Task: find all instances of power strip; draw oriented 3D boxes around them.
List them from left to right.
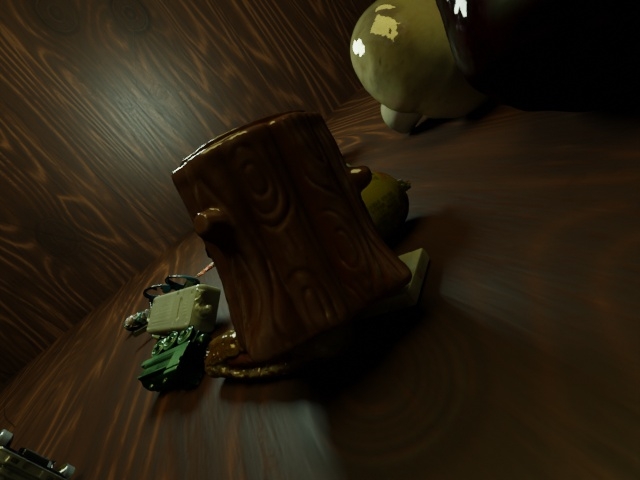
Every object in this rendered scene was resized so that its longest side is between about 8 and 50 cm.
[{"bbox_3d":[-0.318,0.165,0.939,0.338,0.058,0.098,-18,60,49],"label":"power strip"}]

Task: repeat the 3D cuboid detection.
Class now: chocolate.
[{"bbox_3d":[0.332,-0.339,0.502,0.383,0.331,0.383,-13,-13,-3],"label":"chocolate"}]

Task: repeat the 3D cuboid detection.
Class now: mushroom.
[{"bbox_3d":[0.227,-0.424,0.926,0.353,0.325,0.353,-35,41,38],"label":"mushroom"}]

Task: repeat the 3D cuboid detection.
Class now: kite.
[{"bbox_3d":[-0.328,0.048,1.383,0.222,0.008,0.125,-30,20,27],"label":"kite"}]

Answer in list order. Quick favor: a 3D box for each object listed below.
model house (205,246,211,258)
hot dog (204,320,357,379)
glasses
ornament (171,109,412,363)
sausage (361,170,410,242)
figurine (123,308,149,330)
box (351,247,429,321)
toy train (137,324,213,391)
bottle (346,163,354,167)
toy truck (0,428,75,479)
[{"bbox_3d":[-0.078,-0.018,0.844,0.253,0.184,0.291,-47,5,-6],"label":"model house"},{"bbox_3d":[-0.073,0.143,0.560,0.289,0.068,0.083,-24,16,42],"label":"hot dog"},{"bbox_3d":[-0.449,0.180,1.143,0.239,0.102,0.207,-25,22,36],"label":"glasses"},{"bbox_3d":[-0.047,-0.012,0.472,0.235,0.217,0.221,-18,9,44],"label":"ornament"},{"bbox_3d":[0.000,0.000,0.646,0.347,0.123,0.123,-35,17,-4],"label":"sausage"},{"bbox_3d":[-0.598,0.258,1.342,0.106,0.047,0.060,-30,29,21],"label":"figurine"},{"bbox_3d":[0.061,0.068,0.545,0.167,0.024,0.090,-24,22,38],"label":"box"},{"bbox_3d":[-0.267,0.222,0.747,0.170,0.071,0.111,-28,28,32],"label":"toy train"},{"bbox_3d":[0.062,-0.123,0.930,0.072,0.072,0.201,-35,18,11],"label":"bottle"},{"bbox_3d":[-0.574,0.438,0.706,0.367,0.146,0.175,-27,29,41],"label":"toy truck"}]
